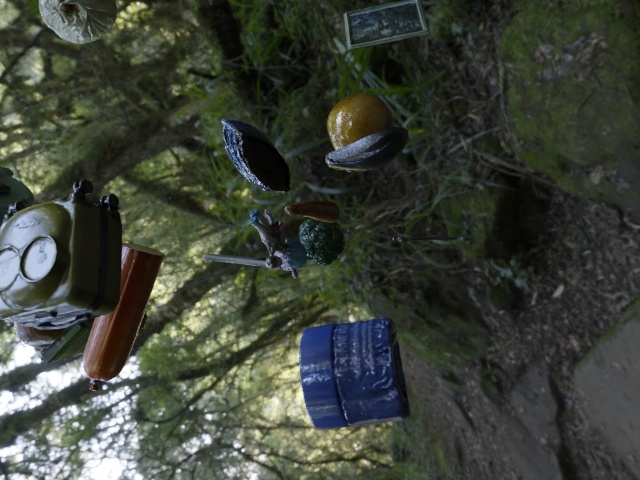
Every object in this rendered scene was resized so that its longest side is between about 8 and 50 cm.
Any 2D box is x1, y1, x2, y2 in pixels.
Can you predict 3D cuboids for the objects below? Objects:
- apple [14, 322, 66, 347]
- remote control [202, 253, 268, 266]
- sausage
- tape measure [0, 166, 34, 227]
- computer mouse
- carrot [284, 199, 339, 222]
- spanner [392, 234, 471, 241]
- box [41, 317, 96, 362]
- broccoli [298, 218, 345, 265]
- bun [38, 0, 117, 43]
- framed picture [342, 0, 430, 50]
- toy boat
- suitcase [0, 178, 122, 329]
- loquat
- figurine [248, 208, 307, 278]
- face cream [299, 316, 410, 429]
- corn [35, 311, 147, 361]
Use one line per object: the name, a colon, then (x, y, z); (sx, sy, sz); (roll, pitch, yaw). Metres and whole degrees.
apple: (-0.777, 0.215, 1.576); (0.211, 0.211, 0.187); (55, -150, -73)
remote control: (-0.272, 0.062, 1.826); (0.067, 0.261, 0.029); (-2, -83, -68)
sausage: (-0.418, 0.162, 1.123); (0.093, 0.093, 0.311); (11, -81, -85)
tape measure: (-0.941, -0.126, 1.528); (0.246, 0.125, 0.243); (32, -161, 15)
computer mouse: (0.145, -0.255, 1.634); (0.138, 0.270, 0.086); (3, -108, -58)
carrot: (-0.028, -0.081, 1.448); (0.210, 0.061, 0.061); (1, -116, -56)
spanner: (0.359, -0.006, 1.745); (0.054, 0.255, 0.015); (-134, 44, -79)
box: (-0.587, 0.241, 1.397); (0.034, 0.132, 0.235); (47, -170, 10)
broccoli: (0.000, 0.000, 1.972); (0.195, 0.196, 0.156); (67, 165, -8)
bun: (-0.728, -0.698, 1.607); (0.134, 0.221, 0.220); (-112, -2, -62)
framed picture: (0.145, -0.494, 1.228); (0.011, 0.183, 0.141); (71, -167, -54)
toy boat: (-0.193, -0.247, 1.623); (0.142, 0.129, 0.309); (33, 167, 51)
suitcase: (-0.454, 0.029, 0.927); (0.143, 0.194, 0.234); (42, -143, -63)
loquat: (0.153, -0.430, 2.074); (0.263, 0.263, 0.262); (-22, -90, -86)
figurine: (-0.128, 0.014, 1.682); (0.260, 0.103, 0.205); (52, -169, -36)
face cream: (0.088, 0.316, 1.304); (0.249, 0.225, 0.248); (-11, -90, -80)
corn: (-0.765, 0.308, 1.822); (0.120, 0.364, 0.120); (41, 140, 48)
